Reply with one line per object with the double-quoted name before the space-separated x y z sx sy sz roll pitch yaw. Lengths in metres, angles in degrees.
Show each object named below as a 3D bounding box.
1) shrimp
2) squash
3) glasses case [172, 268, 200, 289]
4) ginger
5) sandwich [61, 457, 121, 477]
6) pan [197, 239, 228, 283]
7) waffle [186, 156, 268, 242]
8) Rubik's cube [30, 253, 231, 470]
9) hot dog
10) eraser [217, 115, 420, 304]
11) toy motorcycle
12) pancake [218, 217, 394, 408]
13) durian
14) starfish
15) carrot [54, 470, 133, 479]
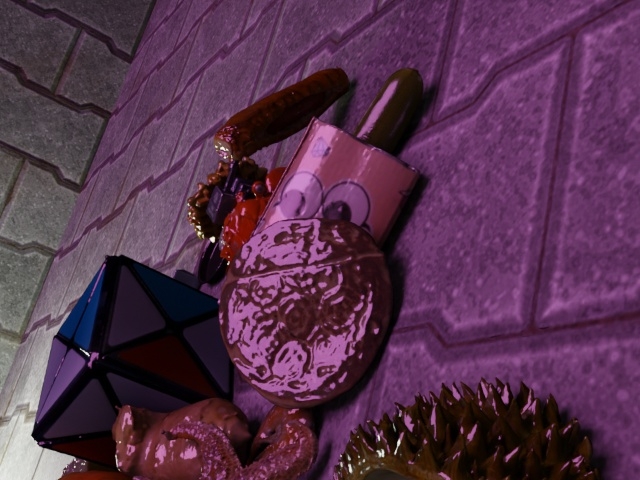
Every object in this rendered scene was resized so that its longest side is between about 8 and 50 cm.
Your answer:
"shrimp" -0.068 0.282 1.080 0.190 0.042 0.101 -53 35 15
"squash" 0.070 -0.135 1.179 0.252 0.066 0.066 -57 26 15
"glasses case" -0.319 0.189 1.673 0.105 0.056 0.266 127 168 -88
"ginger" -0.200 0.306 1.197 0.267 0.152 0.138 -8 51 23
"sandwich" -0.437 0.467 1.585 0.094 0.096 0.258 -46 32 24
"pan" -0.208 -0.005 1.649 0.136 0.028 0.235 -51 31 25
"waffle" -0.166 -0.074 1.490 0.038 0.191 0.191 41 107 25
"Rubik's cube" -0.308 0.218 1.378 0.248 0.250 0.246 -47 30 29
"hot dog" -0.058 -0.215 1.343 0.083 0.068 0.289 21 45 36
"eraser" 0.000 0.000 1.112 0.171 0.087 0.291 30 95 21
"toy motorcycle" -0.092 -0.025 1.306 0.221 0.147 0.326 -69 25 12
"pancake" -0.024 0.090 1.041 0.250 0.031 0.250 -4 79 23
"durian" 0.118 0.234 0.742 0.394 0.163 0.198 -31 79 56
"starfish" -0.125 0.352 1.011 0.299 0.060 0.303 -24 58 24
"carrot" -0.341 0.461 1.272 0.331 0.193 0.214 -26 41 54
